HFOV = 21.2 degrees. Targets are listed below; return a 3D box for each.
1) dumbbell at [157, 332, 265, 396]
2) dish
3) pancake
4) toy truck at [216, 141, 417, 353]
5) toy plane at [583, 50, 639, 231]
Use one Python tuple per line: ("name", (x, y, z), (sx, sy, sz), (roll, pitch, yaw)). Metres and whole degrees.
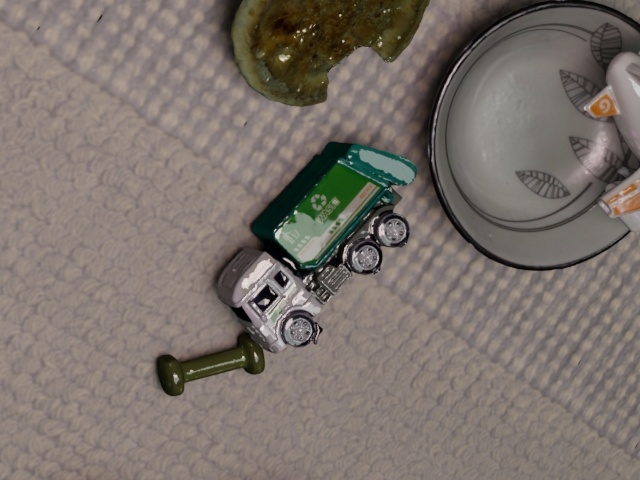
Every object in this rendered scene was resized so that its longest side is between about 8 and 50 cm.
("dumbbell", (-0.121, 0.138, 1.890), (0.118, 0.052, 0.046), (-14, 103, -20))
("dish", (0.248, -0.128, 1.932), (0.316, 0.106, 0.316), (-7, 110, -19))
("pancake", (0.017, -0.241, 1.775), (0.253, 0.037, 0.253), (-25, 145, -20))
("toy truck", (0.000, 0.000, 1.857), (0.253, 0.114, 0.124), (-46, 107, -10))
("toy plane", (0.391, -0.119, 1.866), (0.245, 0.117, 0.244), (-7, 110, -20))
